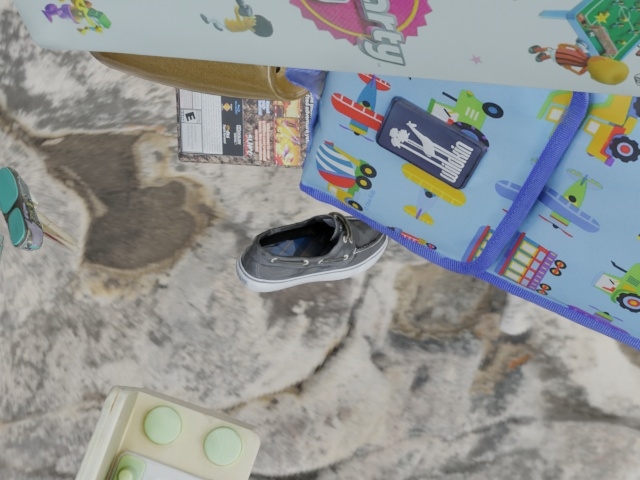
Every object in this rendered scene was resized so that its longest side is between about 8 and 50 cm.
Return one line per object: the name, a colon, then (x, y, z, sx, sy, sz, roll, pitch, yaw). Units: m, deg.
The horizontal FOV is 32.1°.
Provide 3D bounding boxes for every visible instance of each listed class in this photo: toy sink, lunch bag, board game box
toy sink: (-0.136, 0.223, 0.999, 0.131, 0.234, 0.153, 19, 81, 2)
lunch bag: (0.124, -0.074, 0.674, 0.293, 0.221, 0.138, 18, 58, 1)
board game box: (-0.065, -0.241, 1.712, 0.291, 0.141, 0.232, 5, 109, 12)
board game box: (0.040, -0.171, 0.462, 0.224, 0.303, 0.097, -61, 148, -35)

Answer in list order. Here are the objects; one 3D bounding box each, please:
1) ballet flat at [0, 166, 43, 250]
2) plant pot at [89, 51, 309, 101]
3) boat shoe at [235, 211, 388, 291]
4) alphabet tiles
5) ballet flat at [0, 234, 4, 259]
ballet flat: (-0.321, -0.031, 1.196, 0.041, 0.041, 0.114, -16, 53, -13)
plant pot: (-0.110, -0.258, 1.270, 0.237, 0.254, 0.237, -37, 143, -33)
boat shoe: (0.000, 0.000, 1.377, 0.228, 0.076, 0.080, -11, 56, -33)
alphabet tiles: (-0.479, -0.089, 1.489, 0.011, 0.285, 0.342, -59, 140, -12)
ballet flat: (-0.252, 0.056, 0.646, 0.106, 0.316, 0.108, 17, 108, -17)
